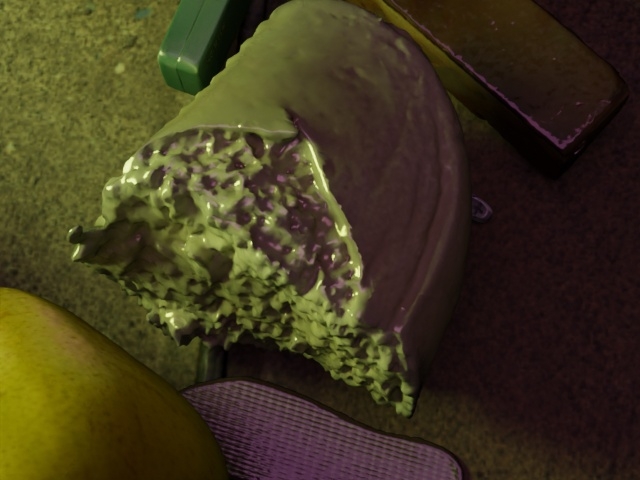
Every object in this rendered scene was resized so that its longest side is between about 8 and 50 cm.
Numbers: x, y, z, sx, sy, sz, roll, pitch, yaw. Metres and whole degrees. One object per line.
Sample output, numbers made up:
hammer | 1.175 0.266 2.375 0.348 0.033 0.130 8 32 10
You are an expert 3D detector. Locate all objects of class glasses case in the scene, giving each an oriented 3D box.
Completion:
glasses case | -0.083 -0.218 1.112 0.039 0.078 0.184 22 79 5

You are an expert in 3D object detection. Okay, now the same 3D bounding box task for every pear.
pear | -0.218 0.195 0.926 0.336 0.285 0.285 28 79 26

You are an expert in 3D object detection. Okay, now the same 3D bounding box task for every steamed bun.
steamed bun | 0.000 0.000 0.963 0.272 0.290 0.273 39 74 -2

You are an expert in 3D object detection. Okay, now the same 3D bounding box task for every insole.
insole | -0.007 0.168 1.048 0.253 0.005 0.086 14 78 7

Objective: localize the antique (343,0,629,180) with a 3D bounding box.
antique | 0.113 -0.181 1.082 0.310 0.093 0.087 42 82 12

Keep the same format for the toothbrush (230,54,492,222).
toothbrush | 0.032 -0.088 1.099 0.263 0.026 0.022 32 86 11
